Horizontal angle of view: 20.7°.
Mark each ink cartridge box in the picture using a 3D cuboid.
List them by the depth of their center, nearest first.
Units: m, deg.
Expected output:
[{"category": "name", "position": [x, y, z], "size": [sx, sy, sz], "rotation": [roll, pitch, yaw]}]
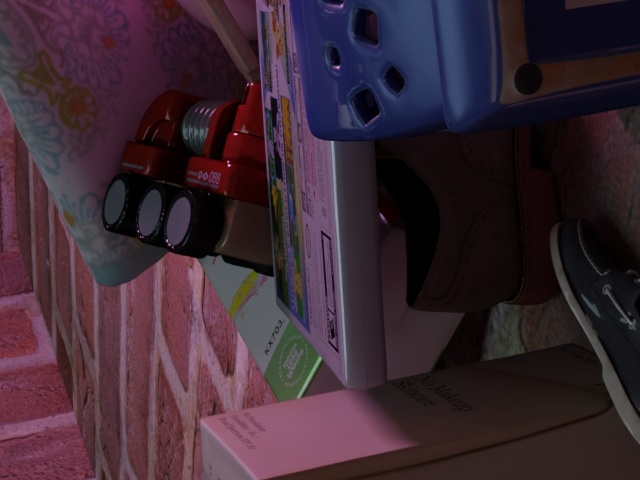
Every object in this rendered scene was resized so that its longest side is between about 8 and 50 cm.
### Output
[{"category": "ink cartridge box", "position": [0.000, 0.000, 1.642], "size": [0.207, 0.119, 0.353], "rotation": [-62, 32, 18]}]

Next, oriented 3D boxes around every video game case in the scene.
[{"category": "video game case", "position": [-0.004, -0.080, 1.343], "size": [0.300, 0.036, 0.329], "rotation": [-139, 45, -75]}]

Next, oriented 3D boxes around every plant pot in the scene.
[{"category": "plant pot", "position": [0.124, -0.184, 1.106], "size": [0.212, 0.236, 0.236], "rotation": [15, 114, 63]}]

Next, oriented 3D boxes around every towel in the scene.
[{"category": "towel", "position": [-0.179, -0.183, 1.766], "size": [0.090, 0.374, 0.320], "rotation": [-7, 119, 36]}]

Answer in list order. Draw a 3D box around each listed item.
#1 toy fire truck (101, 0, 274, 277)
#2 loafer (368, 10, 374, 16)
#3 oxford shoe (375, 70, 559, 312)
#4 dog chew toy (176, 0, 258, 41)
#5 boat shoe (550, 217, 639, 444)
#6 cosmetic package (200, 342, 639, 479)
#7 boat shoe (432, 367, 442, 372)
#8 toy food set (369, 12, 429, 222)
[{"category": "toy fire truck", "position": [-0.101, -0.110, 1.579], "size": [0.217, 0.158, 0.246], "rotation": [16, 91, 60]}, {"category": "loafer", "position": [0.041, -0.207, 1.582], "size": [0.223, 0.078, 0.076], "rotation": [149, 110, -71]}, {"category": "oxford shoe", "position": [0.095, -0.112, 1.380], "size": [0.123, 0.130, 0.348], "rotation": [154, 105, -72]}, {"category": "dog chew toy", "position": [-0.096, -0.352, 1.621], "size": [0.332, 0.206, 0.206], "rotation": [58, 161, 2]}, {"category": "boat shoe", "position": [0.223, 0.056, 1.231], "size": [0.065, 0.075, 0.206], "rotation": [-37, 47, 22]}, {"category": "cosmetic package", "position": [0.083, 0.171, 1.284], "size": [0.160, 0.309, 0.113], "rotation": [-152, 53, -67]}, {"category": "boat shoe", "position": [0.064, 0.164, 1.670], "size": [0.105, 0.113, 0.306], "rotation": [105, 148, -40]}, {"category": "toy food set", "position": [0.027, -0.127, 1.478], "size": [0.232, 0.104, 0.111], "rotation": [56, 156, -6]}]
